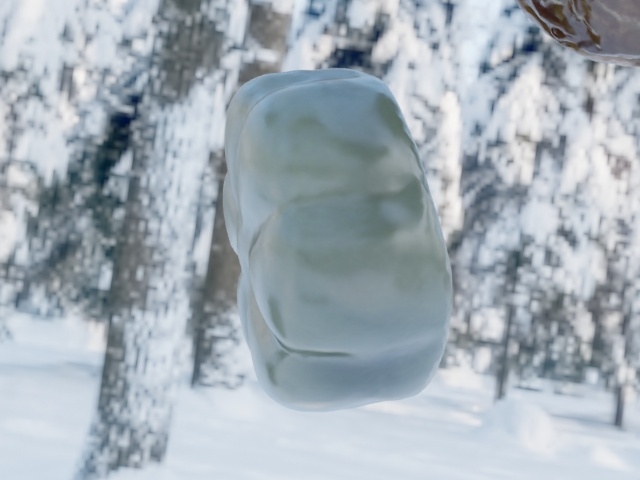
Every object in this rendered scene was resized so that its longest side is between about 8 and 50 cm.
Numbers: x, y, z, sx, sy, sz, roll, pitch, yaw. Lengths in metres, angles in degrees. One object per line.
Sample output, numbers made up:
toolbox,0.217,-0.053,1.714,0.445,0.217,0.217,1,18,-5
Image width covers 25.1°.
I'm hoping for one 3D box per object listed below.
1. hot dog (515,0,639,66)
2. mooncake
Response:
hot dog,0.262,-0.315,1.085,0.267,0.388,0.174,-2,41,-4
mooncake,0.000,0.000,1.093,0.135,0.275,0.275,-9,2,-12
